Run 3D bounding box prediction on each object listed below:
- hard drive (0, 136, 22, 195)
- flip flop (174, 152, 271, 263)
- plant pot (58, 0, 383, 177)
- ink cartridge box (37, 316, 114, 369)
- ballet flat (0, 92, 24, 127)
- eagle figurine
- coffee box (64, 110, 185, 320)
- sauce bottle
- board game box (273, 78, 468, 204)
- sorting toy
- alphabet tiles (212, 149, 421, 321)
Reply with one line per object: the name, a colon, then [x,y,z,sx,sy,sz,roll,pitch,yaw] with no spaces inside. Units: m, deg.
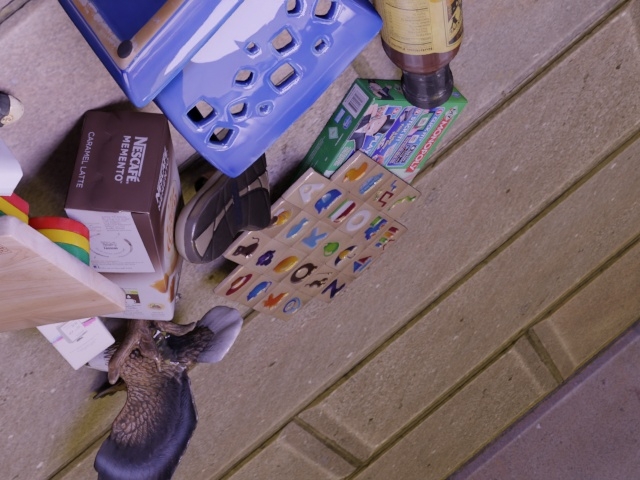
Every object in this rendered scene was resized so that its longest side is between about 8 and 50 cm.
hard drive: [-0.436,-0.119,1.365,0.307,0.203,0.040,-2,136,-51]
flip flop: [-0.130,-0.046,1.952,0.277,0.080,0.112,-45,133,-60]
plant pot: [-0.119,-0.243,1.560,0.236,0.236,0.212,-45,146,13]
ink cartridge box: [-0.332,0.065,1.883,0.067,0.115,0.198,-35,152,-7]
ballet flat: [-0.384,-0.117,1.605,0.173,0.049,0.057,-16,147,-38]
eagle figurine: [-0.239,0.190,2.130,0.226,0.225,0.298,-36,144,-30]
coffee box: [-0.224,-0.025,1.827,0.098,0.141,0.246,4,149,4]
sauce bottle: [0.123,-0.285,1.928,0.111,0.111,0.344,-34,155,-10]
board game box: [0.051,-0.093,2.201,0.213,0.046,0.317,-5,138,-49]
sorting toy: [-0.380,0.018,1.669,0.257,0.089,0.255,-10,157,18]
alphabet tiles: [0.000,0.000,2.220,0.285,0.011,0.342,-43,153,10]
